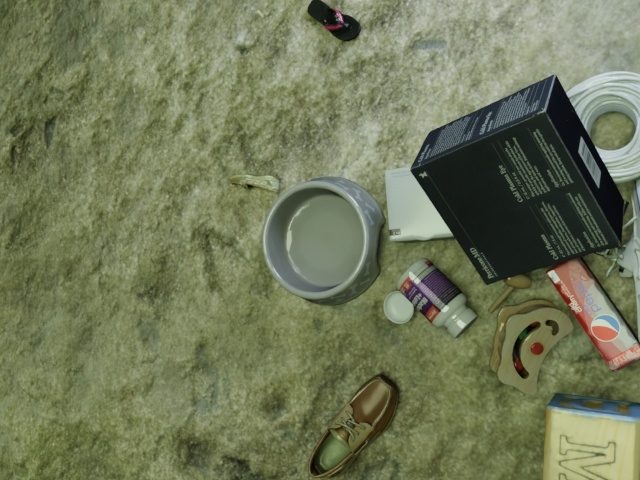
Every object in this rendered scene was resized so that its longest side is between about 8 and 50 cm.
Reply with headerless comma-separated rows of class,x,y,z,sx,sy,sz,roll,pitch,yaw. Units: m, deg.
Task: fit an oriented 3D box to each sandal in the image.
sandal,0.030,-0.594,1.899,0.179,0.040,0.067,38,103,21

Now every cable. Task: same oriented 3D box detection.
cable,0.645,-0.246,1.571,0.257,0.089,0.257,-35,68,15

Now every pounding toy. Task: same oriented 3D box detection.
pounding toy,0.484,0.208,1.658,0.154,0.155,0.269,6,102,-4

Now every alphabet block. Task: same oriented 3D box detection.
alphabet block,0.594,0.454,1.536,0.193,0.192,0.197,3,88,26

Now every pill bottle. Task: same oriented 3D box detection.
pill bottle,0.287,0.143,1.725,0.193,0.108,0.108,45,106,19

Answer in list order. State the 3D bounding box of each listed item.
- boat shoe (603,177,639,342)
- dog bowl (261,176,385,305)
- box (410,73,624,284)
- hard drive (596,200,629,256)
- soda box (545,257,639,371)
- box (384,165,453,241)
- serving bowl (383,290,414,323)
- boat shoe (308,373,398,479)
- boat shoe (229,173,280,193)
boat shoe,0.692,0.049,1.538,0.156,0.136,0.367,-17,75,39
dog bowl,0.000,0.000,1.864,0.348,0.102,0.349,-1,88,25
box,0.425,-0.119,1.514,0.312,0.179,0.343,-21,114,36
hard drive,0.635,-0.039,1.621,0.094,0.022,0.135,22,97,23
soda box,0.617,0.158,1.585,0.083,0.092,0.263,-35,75,19
box,0.265,-0.090,1.737,0.181,0.119,0.182,-5,86,24
serving bowl,0.204,0.168,1.803,0.083,0.027,0.083,5,99,30
boat shoe,0.080,0.490,1.803,0.122,0.120,0.324,37,103,20
boat shoe,-0.186,-0.157,1.979,0.153,0.056,0.048,4,86,17
